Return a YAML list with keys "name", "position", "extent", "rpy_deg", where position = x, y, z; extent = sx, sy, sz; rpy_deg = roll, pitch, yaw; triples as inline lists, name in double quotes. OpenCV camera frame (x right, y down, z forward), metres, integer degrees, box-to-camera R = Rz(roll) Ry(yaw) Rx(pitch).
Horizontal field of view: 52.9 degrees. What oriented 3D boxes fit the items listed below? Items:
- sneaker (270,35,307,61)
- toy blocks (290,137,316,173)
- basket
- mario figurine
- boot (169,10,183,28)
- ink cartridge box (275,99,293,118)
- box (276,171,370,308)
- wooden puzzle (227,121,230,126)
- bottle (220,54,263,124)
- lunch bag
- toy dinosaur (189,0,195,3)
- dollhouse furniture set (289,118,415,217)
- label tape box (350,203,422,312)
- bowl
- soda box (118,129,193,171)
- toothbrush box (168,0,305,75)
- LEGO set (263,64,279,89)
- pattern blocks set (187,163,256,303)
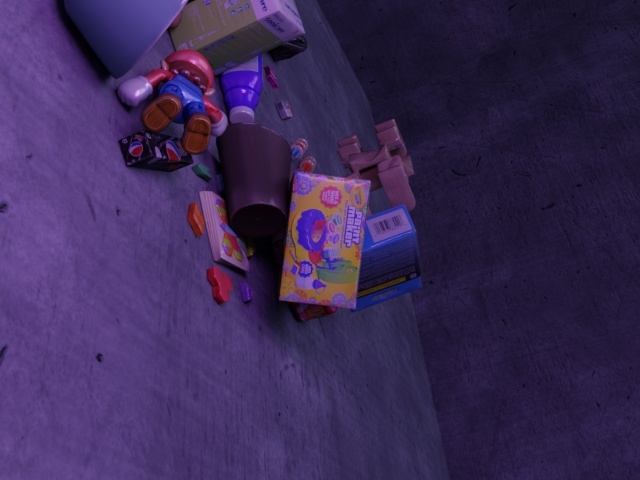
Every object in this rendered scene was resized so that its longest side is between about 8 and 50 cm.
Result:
- name: "sneaker"
  position: [-0.171, -0.715, 2.338]
  extent: [0.227, 0.130, 0.087]
  rpy_deg: [3, 71, -43]
- name: "toy blocks"
  position: [-0.066, -0.277, 2.203]
  extent: [0.148, 0.054, 0.123]
  rpy_deg: [-69, 136, -66]
- name: "basket"
  position: [-0.151, -0.135, 1.507]
  extent: [0.204, 0.154, 0.227]
  rpy_deg: [28, 42, -38]
- name: "mario figurine"
  position: [-0.292, -0.265, 1.310]
  extent: [0.320, 0.170, 0.198]
  rpy_deg: [-103, 175, -59]
- name: "boot"
  position: [-0.374, -0.609, 1.485]
  extent: [0.152, 0.073, 0.197]
  rpy_deg: [28, 60, -59]
- name: "ink cartridge box"
  position: [-0.122, -0.463, 2.276]
  extent: [0.115, 0.029, 0.062]
  rpy_deg: [-39, 109, -73]
- name: "box"
  position: [0.000, 0.000, 1.543]
  extent: [0.279, 0.177, 0.290]
  rpy_deg: [172, -74, -85]
- name: "wooden puzzle"
  position: [-0.249, -0.298, 1.709]
  extent: [0.083, 0.006, 0.049]
  rpy_deg: [-84, 150, -57]
- name: "bottle"
  position: [-0.216, -0.444, 1.778]
  extent: [0.092, 0.118, 0.282]
  rpy_deg: [81, 4, -62]
- name: "lunch bag"
  position: [-0.034, 0.067, 1.818]
  extent: [0.258, 0.120, 0.293]
  rpy_deg: [-39, 111, -77]
- name: "toy dinosaur"
  position: [-0.303, -0.657, 1.727]
  extent: [0.160, 0.121, 0.313]
  rpy_deg: [32, 0, 4]
- name: "dollhouse furniture set"
  position: [0.109, -0.134, 1.986]
  extent: [0.362, 0.394, 0.256]
  rpy_deg: [-87, 153, -58]
- name: "label tape box"
  position: [0.160, 0.060, 1.870]
  extent: [0.333, 0.241, 0.106]
  rpy_deg: [71, 0, -58]
- name: "bowl"
  position: [-0.343, -0.463, 1.155]
  extent: [0.163, 0.311, 0.311]
  rpy_deg: [36, 32, -28]
- name: "soda box"
  position: [-0.314, -0.172, 1.250]
  extent: [0.169, 0.060, 0.053]
  rpy_deg: [-9, 81, -74]
- name: "toothbrush box"
  position: [-0.210, -0.542, 1.620]
  extent: [0.206, 0.283, 0.122]
  rpy_deg: [-7, 79, -73]
- name: "LEGO set"
  position: [-0.227, -0.550, 1.944]
  extent: [0.227, 0.087, 0.093]
  rpy_deg: [47, 24, -41]
- name: "pattern blocks set"
  position: [-0.215, -0.018, 1.464]
  extent: [0.285, 0.026, 0.324]
  rpy_deg: [7, 64, -73]
